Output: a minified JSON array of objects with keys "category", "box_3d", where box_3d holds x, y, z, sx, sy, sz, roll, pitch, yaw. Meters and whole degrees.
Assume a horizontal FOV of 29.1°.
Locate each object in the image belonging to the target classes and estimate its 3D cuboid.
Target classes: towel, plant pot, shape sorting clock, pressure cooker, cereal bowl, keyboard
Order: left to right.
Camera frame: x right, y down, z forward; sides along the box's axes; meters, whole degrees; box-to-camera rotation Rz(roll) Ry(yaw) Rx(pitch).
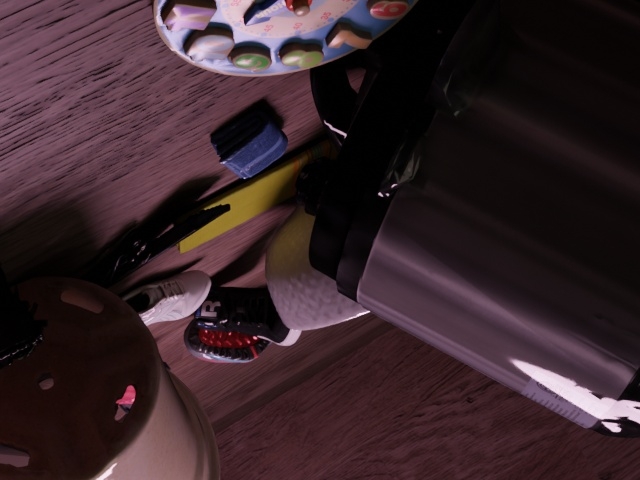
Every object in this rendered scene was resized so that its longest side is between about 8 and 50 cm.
[{"category":"plant pot","box_3d":[-0.273,0.202,1.305,0.334,0.334,0.305,-29,158,-19]},{"category":"keyboard","box_3d":[-0.190,0.005,1.330,0.192,0.038,0.100,-32,-178,31]},{"category":"towel","box_3d":[-0.068,-0.094,1.231,0.067,0.029,0.119,-34,168,3]},{"category":"towel","box_3d":[-0.063,-0.062,1.413,0.237,0.021,0.102,-29,163,-14]},{"category":"shape sorting clock","box_3d":[-0.017,-0.177,0.871,0.206,0.040,0.206,-10,153,-5]},{"category":"cereal bowl","box_3d":[0.075,-0.030,1.490,0.339,0.141,0.339,-27,-172,4]},{"category":"pressure cooker","box_3d":[0.179,-0.067,1.109,0.375,0.420,0.370,-48,162,-54]}]

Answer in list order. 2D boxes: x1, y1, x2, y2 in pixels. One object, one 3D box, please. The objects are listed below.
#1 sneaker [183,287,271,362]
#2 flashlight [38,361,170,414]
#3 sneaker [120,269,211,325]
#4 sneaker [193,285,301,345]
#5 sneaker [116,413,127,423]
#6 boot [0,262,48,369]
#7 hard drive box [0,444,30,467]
[{"category":"sneaker","box_3d":[-0.139,0.155,1.907,0.125,0.104,0.262,-36,168,26]},{"category":"flashlight","box_3d":[-0.298,0.217,1.714,0.103,0.103,0.304,-68,159,3]},{"category":"sneaker","box_3d":[-0.198,0.074,1.532,0.152,0.053,0.061,-25,164,-29]},{"category":"sneaker","box_3d":[-0.107,0.100,1.673,0.121,0.079,0.217,4,175,-20]},{"category":"sneaker","box_3d":[-0.409,0.311,1.820,0.321,0.127,0.126,-3,-164,-22]},{"category":"boot","box_3d":[-0.313,0.073,1.097,0.121,0.099,0.045,-26,166,-28]},{"category":"hard drive box","box_3d":[-0.390,0.355,1.644,0.232,0.181,0.089,-2,-176,29]}]
